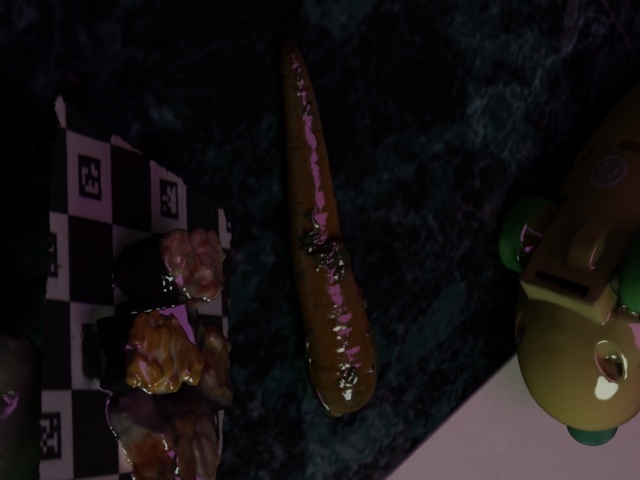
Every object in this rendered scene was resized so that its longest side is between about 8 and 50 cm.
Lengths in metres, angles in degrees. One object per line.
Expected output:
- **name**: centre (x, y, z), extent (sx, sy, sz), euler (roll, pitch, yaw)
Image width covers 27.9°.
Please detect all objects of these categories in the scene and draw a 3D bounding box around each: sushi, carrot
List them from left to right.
- **sushi**: centre (-0.069, 0.057, 0.631), extent (0.193, 0.040, 0.210), euler (36, 52, -64)
- **carrot**: centre (0.000, 0.000, 0.779), extent (0.049, 0.049, 0.254), euler (-29, 122, -34)

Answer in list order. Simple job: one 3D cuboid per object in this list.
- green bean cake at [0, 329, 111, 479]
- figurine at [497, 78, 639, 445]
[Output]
- **green bean cake**: centre (-0.215, 0.127, 0.558), extent (0.222, 0.125, 0.227), euler (39, 74, -48)
- **figurine**: centre (0.260, -0.001, 0.983), extent (0.324, 0.124, 0.222), euler (-57, 137, -16)
